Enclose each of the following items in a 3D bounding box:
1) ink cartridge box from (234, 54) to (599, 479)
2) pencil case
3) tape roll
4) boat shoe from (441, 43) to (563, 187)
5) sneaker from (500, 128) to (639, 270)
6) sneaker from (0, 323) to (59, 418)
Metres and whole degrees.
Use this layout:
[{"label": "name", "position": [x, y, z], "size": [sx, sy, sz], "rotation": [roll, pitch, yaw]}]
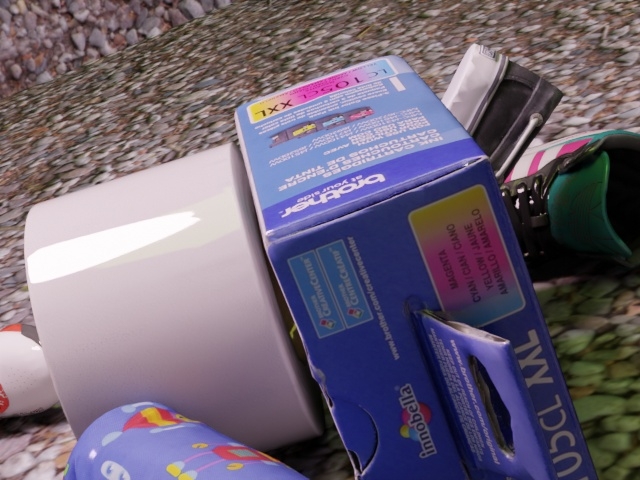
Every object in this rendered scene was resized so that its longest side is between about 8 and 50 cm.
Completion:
[{"label": "ink cartridge box", "position": [0.062, 0.052, 1.015], "size": [0.151, 0.270, 0.395], "rotation": [-20, 19, 2]}, {"label": "pencil case", "position": [-0.063, 0.198, 0.961], "size": [0.119, 0.133, 0.306], "rotation": [20, -3, -33]}, {"label": "tape roll", "position": [-0.110, 0.061, 1.188], "size": [0.169, 0.246, 0.246], "rotation": [-17, 19, 4]}, {"label": "boat shoe", "position": [0.103, -0.011, 1.261], "size": [0.102, 0.301, 0.108], "rotation": [27, 12, -2]}, {"label": "sneaker", "position": [0.197, -0.020, 1.329], "size": [0.295, 0.124, 0.178], "rotation": [-22, 10, -12]}, {"label": "sneaker", "position": [-0.355, 0.153, 1.399], "size": [0.270, 0.090, 0.145], "rotation": [-6, 23, 40]}]
